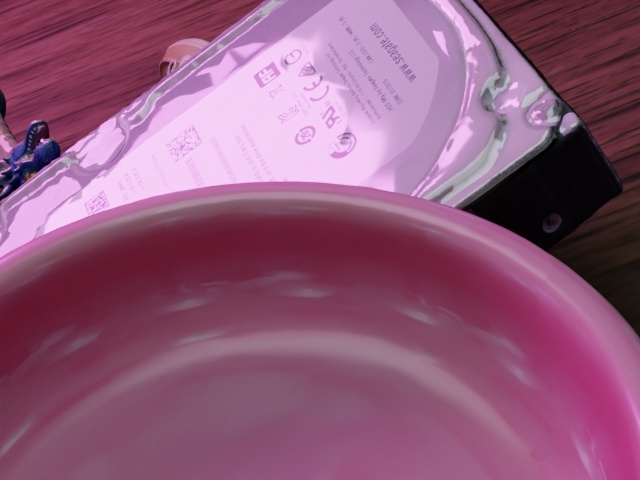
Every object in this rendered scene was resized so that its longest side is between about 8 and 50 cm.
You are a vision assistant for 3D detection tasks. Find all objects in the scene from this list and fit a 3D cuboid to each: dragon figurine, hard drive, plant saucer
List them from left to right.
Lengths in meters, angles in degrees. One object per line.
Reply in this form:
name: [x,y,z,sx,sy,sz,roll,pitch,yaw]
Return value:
dragon figurine: [-0.232,-0.045,1.068,0.085,0.144,0.289,-9,-10,-24]
hard drive: [-0.044,-0.005,0.866,0.339,0.064,0.237,-37,40,6]
plant saucer: [-0.026,0.113,0.645,0.332,0.084,0.332,-3,42,3]

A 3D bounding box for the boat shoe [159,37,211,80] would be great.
boat shoe: [-0.073,-0.088,1.111,0.048,0.056,0.153,-29,41,-20]
